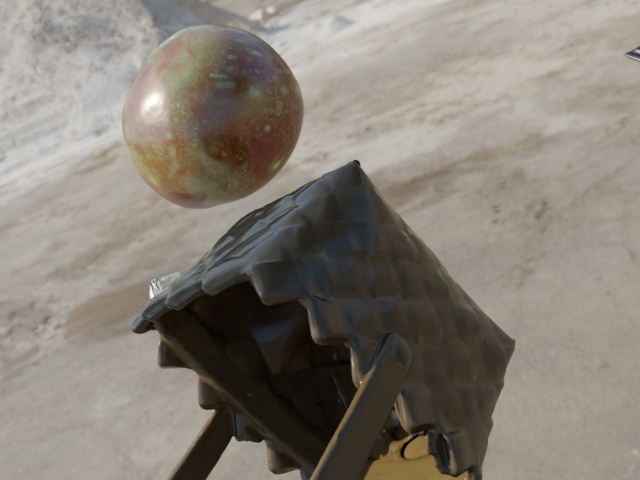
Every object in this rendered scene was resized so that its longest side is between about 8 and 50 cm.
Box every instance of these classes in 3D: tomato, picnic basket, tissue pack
[{"bbox_3d":[-0.165,-0.184,1.168,0.270,0.222,0.270,-29,35,23],"label":"tomato"},{"bbox_3d":[-0.015,0.134,0.684,0.254,0.291,0.321,-25,23,49],"label":"picnic basket"},{"bbox_3d":[-0.147,0.082,0.831,0.042,0.083,0.062,-17,52,-16],"label":"tissue pack"}]

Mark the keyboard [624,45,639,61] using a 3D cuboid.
[{"bbox_3d":[0.262,-0.093,0.448,0.063,0.010,0.198,-30,35,-10],"label":"keyboard"}]
